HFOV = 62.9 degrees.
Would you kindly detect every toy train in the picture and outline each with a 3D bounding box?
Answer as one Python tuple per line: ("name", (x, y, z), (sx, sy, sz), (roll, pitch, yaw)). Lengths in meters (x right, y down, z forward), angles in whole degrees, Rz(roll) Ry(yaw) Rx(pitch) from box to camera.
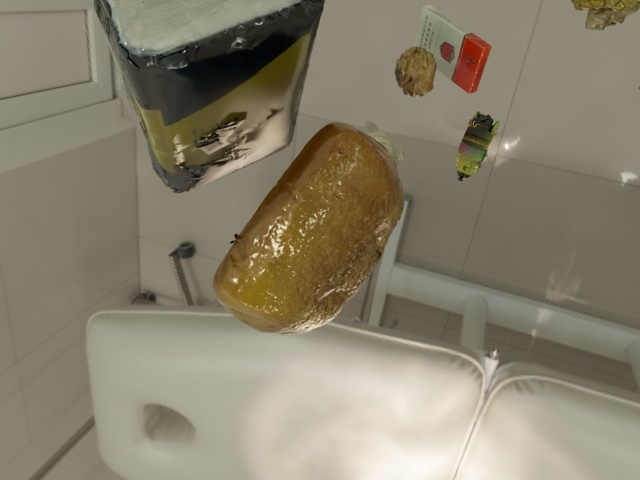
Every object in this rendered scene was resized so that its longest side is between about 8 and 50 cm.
("toy train", (0.514, -0.307, 1.758), (0.101, 0.296, 0.160), (25, 76, 14))

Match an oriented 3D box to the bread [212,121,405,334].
("bread", (0.007, 0.005, 0.797), (0.148, 0.328, 0.337), (36, 87, 12))

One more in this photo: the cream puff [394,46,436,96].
("cream puff", (0.243, -0.436, 1.345), (0.104, 0.119, 0.133), (-12, 68, 8))

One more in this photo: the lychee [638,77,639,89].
("lychee", (0.633, -0.268, 0.884), (0.171, 0.171, 0.171), (8, 116, 16))

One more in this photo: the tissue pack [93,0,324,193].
("tissue pack", (-0.173, -0.277, 0.788), (0.253, 0.264, 0.416), (63, 163, 10))

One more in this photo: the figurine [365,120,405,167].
("figurine", (0.112, -0.237, 1.734), (0.332, 0.185, 0.204), (-37, 79, 12))

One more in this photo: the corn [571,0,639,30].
("corn", (0.469, -0.490, 0.768), (0.130, 0.130, 0.346), (15, 123, 13))

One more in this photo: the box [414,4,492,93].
("box", (0.347, -0.516, 1.407), (0.245, 0.035, 0.139), (53, 153, 31))
